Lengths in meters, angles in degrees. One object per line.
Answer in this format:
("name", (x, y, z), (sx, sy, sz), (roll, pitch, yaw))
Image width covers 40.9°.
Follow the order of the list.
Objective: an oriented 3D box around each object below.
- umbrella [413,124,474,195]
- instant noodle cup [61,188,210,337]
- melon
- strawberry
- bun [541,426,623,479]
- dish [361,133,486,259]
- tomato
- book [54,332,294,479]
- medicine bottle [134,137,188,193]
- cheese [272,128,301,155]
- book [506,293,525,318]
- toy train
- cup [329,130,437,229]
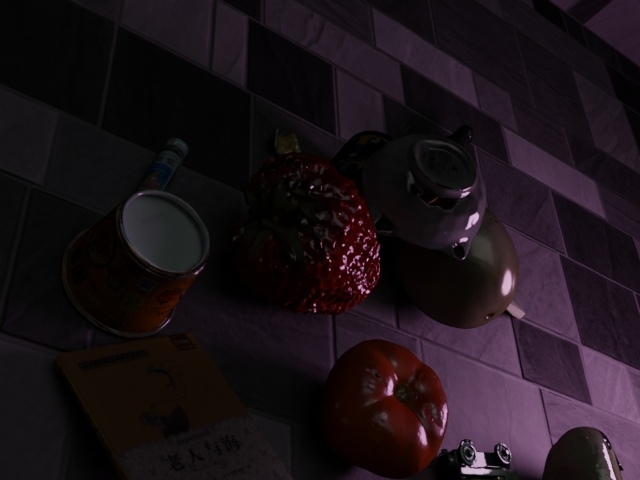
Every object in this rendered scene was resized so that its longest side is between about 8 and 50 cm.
("umbrella", (0.350, -0.217, 2.287), (0.106, 0.113, 0.358), (30, 37, 9))
("instant noodle cup", (-0.292, 0.029, 1.407), (0.215, 0.172, 0.216), (24, 46, -27))
("melon", (0.291, 0.031, 1.903), (0.268, 0.268, 0.330), (1, 51, -44))
("strawberry", (0.000, 0.000, 1.659), (0.351, 0.267, 0.312), (38, 54, -44))
("bun", (0.556, 0.548, 1.817), (0.293, 0.187, 0.293), (52, 25, -37))
("dish", (0.226, -0.119, 1.734), (0.303, 0.120, 0.303), (13, 49, -15))
("tomato", (0.106, 0.306, 1.566), (0.260, 0.180, 0.260), (26, 42, -26))
("book", (-0.204, 0.301, 1.297), (0.269, 0.032, 0.389), (-5, 46, -50))
("medicine bottle", (-0.302, -0.122, 1.619), (0.051, 0.051, 0.191), (37, 39, -16))
("cheese", (-0.088, -0.220, 1.917), (0.084, 0.041, 0.060), (8, 61, -54))
("book", (0.409, 0.021, 2.135), (0.239, 0.035, 0.352), (29, 37, -64))
("toy train", (0.319, 0.474, 1.720), (0.200, 0.083, 0.132), (12, 55, -37))
("cup", (0.124, -0.106, 1.900), (0.255, 0.178, 0.256), (28, 37, 6))
